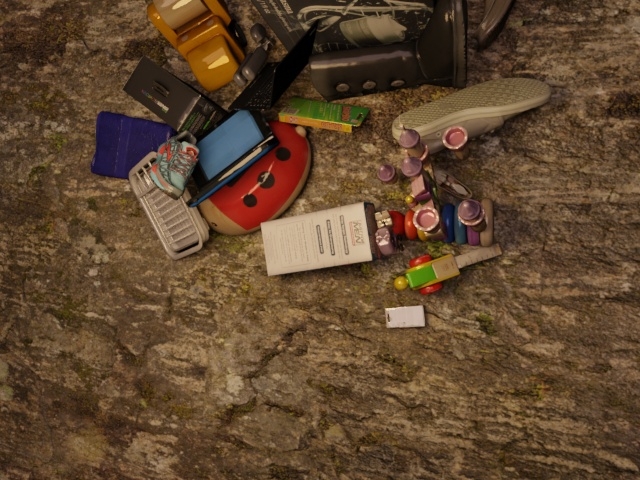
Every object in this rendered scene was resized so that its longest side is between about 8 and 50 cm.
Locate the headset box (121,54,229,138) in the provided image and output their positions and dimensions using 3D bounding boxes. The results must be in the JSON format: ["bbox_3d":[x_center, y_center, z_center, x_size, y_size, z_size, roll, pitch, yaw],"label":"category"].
[{"bbox_3d":[-0.446,-0.434,1.628,0.246,0.283,0.131,37,98,15],"label":"headset box"}]

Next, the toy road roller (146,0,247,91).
[{"bbox_3d":[-0.361,-0.626,1.594,0.203,0.329,0.240,-25,59,12],"label":"toy road roller"}]

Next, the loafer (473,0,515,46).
[{"bbox_3d":[0.510,-0.687,1.477,0.092,0.102,0.268,30,86,16],"label":"loafer"}]

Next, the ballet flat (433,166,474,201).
[{"bbox_3d":[0.380,-0.172,1.508,0.168,0.052,0.057,32,96,15],"label":"ballet flat"}]

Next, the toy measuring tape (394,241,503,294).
[{"bbox_3d":[0.365,0.079,1.495,0.330,0.121,0.121,-19,82,-9],"label":"toy measuring tape"}]

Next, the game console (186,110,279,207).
[{"bbox_3d":[-0.286,-0.259,1.470,0.293,0.250,0.173,-35,100,13],"label":"game console"}]

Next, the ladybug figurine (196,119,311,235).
[{"bbox_3d":[-0.223,-0.208,1.618,0.449,0.162,0.305,-45,77,9],"label":"ladybug figurine"}]

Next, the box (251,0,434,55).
[{"bbox_3d":[0.073,-0.751,1.393,0.472,0.480,0.297,-1,85,15],"label":"box"}]

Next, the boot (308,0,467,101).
[{"bbox_3d":[0.179,-0.527,1.427,0.446,0.367,0.146,2,72,16],"label":"boot"}]

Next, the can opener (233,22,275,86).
[{"bbox_3d":[-0.218,-0.590,1.598,0.076,0.283,0.095,-22,124,31],"label":"can opener"}]

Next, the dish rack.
[{"bbox_3d":[-0.482,-0.112,1.652,0.286,0.072,0.332,-18,99,50],"label":"dish rack"}]

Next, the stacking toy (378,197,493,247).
[{"bbox_3d":[0.330,-0.052,1.483,0.331,0.141,0.141,1,88,20],"label":"stacking toy"}]

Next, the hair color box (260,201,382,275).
[{"bbox_3d":[0.000,0.000,1.548,0.348,0.105,0.173,-10,87,25],"label":"hair color box"}]

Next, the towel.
[{"bbox_3d":[-0.651,-0.319,1.792,0.309,0.076,0.227,13,98,15],"label":"towel"}]

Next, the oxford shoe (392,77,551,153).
[{"bbox_3d":[0.431,-0.351,1.473,0.450,0.130,0.169,-18,38,7],"label":"oxford shoe"}]

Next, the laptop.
[{"bbox_3d":[-0.140,-0.496,1.458,0.265,0.136,0.234,11,56,36],"label":"laptop"}]

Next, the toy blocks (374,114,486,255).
[{"bbox_3d":[0.250,-0.141,1.335,0.309,0.260,0.288,-15,70,23],"label":"toy blocks"}]

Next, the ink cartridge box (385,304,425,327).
[{"bbox_3d":[0.256,0.229,1.537,0.115,0.029,0.062,-6,86,16],"label":"ink cartridge box"}]

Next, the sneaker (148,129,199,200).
[{"bbox_3d":[-0.404,-0.227,1.442,0.125,0.104,0.261,-35,42,21],"label":"sneaker"}]

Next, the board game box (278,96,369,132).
[{"bbox_3d":[0.013,-0.392,1.589,0.260,0.124,0.039,11,132,17],"label":"board game box"}]
